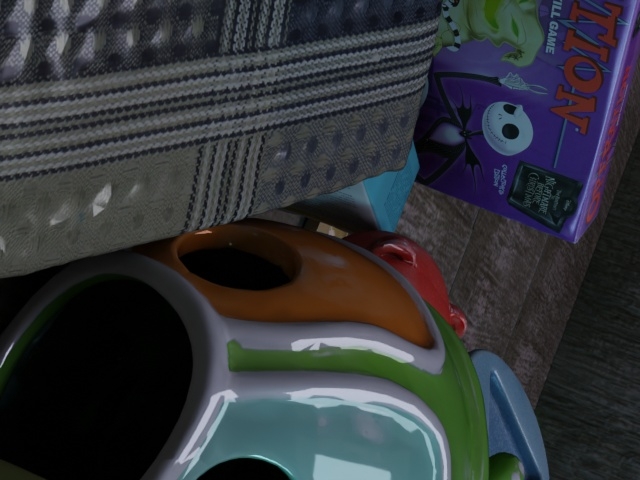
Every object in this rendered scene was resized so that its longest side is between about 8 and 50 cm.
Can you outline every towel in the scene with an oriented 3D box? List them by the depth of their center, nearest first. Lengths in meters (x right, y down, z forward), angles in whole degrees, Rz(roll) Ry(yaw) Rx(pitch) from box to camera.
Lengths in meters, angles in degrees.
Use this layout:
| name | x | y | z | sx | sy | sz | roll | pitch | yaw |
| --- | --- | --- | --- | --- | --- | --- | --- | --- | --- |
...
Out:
| name | x | y | z | sx | sy | sz | roll | pitch | yaw |
| --- | --- | --- | --- | --- | --- | --- | --- | --- | --- |
| towel | -0.048 | -0.149 | 0.656 | 0.324 | 0.056 | 0.312 | -16 | 125 | -46 |

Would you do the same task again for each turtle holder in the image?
| name | x | y | z | sx | sy | sz | roll | pitch | yaw |
| --- | --- | --- | --- | --- | --- | --- | --- | --- | --- |
| turtle holder | -0.081 | 0.126 | 0.777 | 0.320 | 0.243 | 0.227 | -33 | 149 | 11 |

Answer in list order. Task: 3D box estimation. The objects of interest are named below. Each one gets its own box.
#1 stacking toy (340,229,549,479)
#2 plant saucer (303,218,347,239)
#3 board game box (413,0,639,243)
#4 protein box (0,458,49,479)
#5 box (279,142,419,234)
| name | x | y | z | sx | sy | sz | roll | pitch | yaw |
| --- | --- | --- | --- | --- | --- | --- | --- | --- | --- |
| stacking toy | 0.062 | 0.155 | 1.001 | 0.309 | 0.130 | 0.279 | 42 | 39 | -46 |
| plant saucer | 0.000 | 0.000 | 1.192 | 0.083 | 0.015 | 0.083 | -58 | 160 | -35 |
| board game box | 0.099 | -0.182 | 0.961 | 0.056 | 0.208 | 0.347 | -49 | 153 | -51 |
| protein box | -0.154 | 0.170 | 0.567 | 0.201 | 0.200 | 0.136 | -19 | 127 | -70 |
| box | -0.011 | -0.078 | 0.917 | 0.244 | 0.100 | 0.060 | 67 | 44 | -67 |
